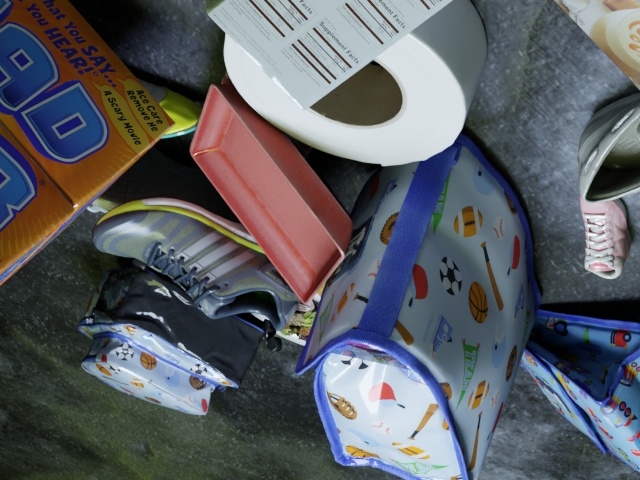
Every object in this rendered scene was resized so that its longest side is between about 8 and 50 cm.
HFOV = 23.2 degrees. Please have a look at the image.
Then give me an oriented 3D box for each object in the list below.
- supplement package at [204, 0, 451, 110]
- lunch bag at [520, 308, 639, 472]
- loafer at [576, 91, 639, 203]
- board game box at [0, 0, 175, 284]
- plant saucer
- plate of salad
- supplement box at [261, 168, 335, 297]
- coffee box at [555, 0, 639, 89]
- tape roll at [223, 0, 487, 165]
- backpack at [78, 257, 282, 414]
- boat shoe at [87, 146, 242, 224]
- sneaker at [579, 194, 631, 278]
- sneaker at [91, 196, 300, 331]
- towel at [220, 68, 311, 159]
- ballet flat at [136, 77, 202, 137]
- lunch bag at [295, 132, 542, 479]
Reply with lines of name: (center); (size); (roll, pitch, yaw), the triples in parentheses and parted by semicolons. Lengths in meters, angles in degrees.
supplement package: (0.005, -0.275, 1.476); (0.203, 0.194, 0.149); (-35, 125, 16)
lunch bag: (0.380, 0.196, 2.158); (0.221, 0.138, 0.293); (48, 165, -32)
loafer: (0.386, -0.124, 1.642); (0.112, 0.111, 0.319); (29, 150, -14)
board game box: (-0.468, -0.112, 1.855); (0.356, 0.356, 0.356); (49, 146, -5)
plant saucer: (-0.056, -0.061, 1.921); (0.258, 0.048, 0.259); (53, 161, 6)
plate of salad: (-0.025, 0.123, 2.379); (0.200, 0.048, 0.200); (16, 151, 9)
supplement box: (0.000, 0.000, 2.129); (0.080, 0.078, 0.233); (0, 144, 33)
coffee box: (0.307, -0.258, 1.483); (0.141, 0.098, 0.246); (-14, 136, 45)
tape roll: (0.039, -0.207, 1.739); (0.286, 0.100, 0.286); (15, 150, 9)
backpack: (-0.244, 0.145, 2.389); (0.276, 0.213, 0.263); (36, 169, -21)
boat shoe: (-0.227, -0.060, 2.139); (0.320, 0.118, 0.103); (15, 146, -4)
sneaker: (0.347, -0.004, 1.910); (0.051, 0.070, 0.134); (4, 146, 31)
sneaker: (-0.155, 0.032, 2.045); (0.300, 0.121, 0.111); (13, 146, -7)
towel: (-0.066, -0.157, 1.958); (0.144, 0.029, 0.197); (25, 151, -5)
ballet flat: (-0.261, -0.176, 2.012); (0.231, 0.077, 0.077); (3, 131, 31)
lunch bag: (0.122, 0.086, 1.947); (0.239, 0.327, 0.385); (12, 151, 17)
